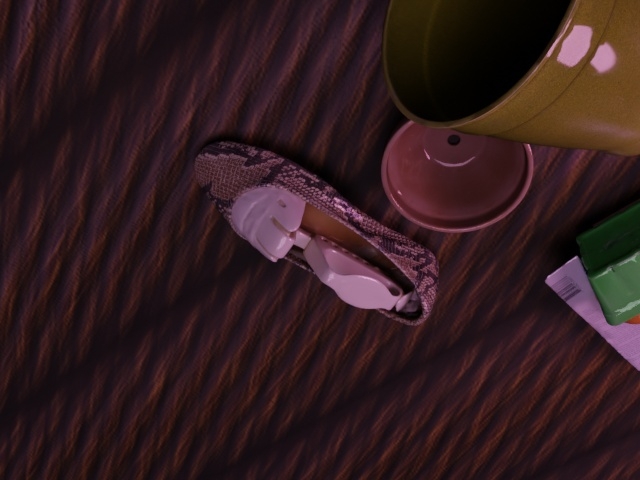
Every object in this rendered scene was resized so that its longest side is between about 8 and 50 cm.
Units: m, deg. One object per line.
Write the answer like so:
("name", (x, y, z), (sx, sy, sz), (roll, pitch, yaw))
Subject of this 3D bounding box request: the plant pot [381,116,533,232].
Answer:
("plant pot", (0.215, -0.138, 1.615), (0.237, 0.110, 0.237), (2, 126, 2))

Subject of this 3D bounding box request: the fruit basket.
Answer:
("fruit basket", (0.609, 0.067, 1.734), (0.327, 0.165, 0.353), (-34, 133, 25))

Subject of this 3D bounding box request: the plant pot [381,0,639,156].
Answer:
("plant pot", (0.333, -0.275, 1.368), (0.353, 0.366, 0.366), (17, 128, -34))

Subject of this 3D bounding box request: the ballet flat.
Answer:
("ballet flat", (0.000, 0.000, 1.687), (0.483, 0.182, 0.164), (30, 123, -16))
